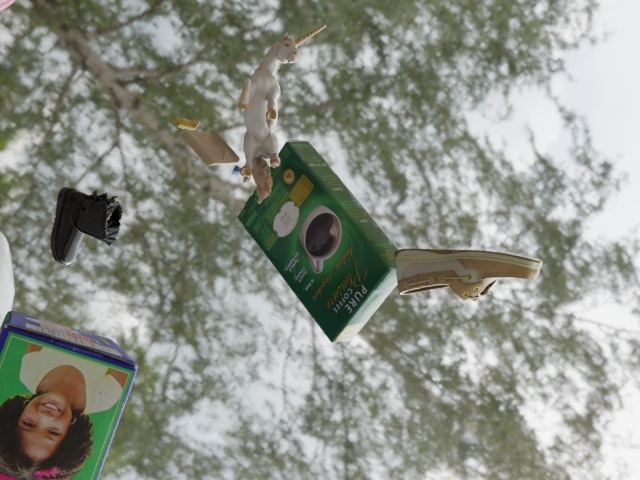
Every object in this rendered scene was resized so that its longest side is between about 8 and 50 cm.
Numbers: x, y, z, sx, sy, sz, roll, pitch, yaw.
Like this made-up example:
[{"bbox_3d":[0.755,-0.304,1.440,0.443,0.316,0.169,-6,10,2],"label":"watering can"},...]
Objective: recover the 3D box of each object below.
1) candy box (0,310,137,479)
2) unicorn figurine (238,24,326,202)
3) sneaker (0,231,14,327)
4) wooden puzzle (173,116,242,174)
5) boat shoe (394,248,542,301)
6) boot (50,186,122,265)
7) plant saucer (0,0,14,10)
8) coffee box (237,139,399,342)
[{"bbox_3d":[-0.279,0.232,0.856,0.268,0.122,0.317,173,-65,-73],"label":"candy box"},{"bbox_3d":[-0.052,-0.128,0.927,0.111,0.060,0.162,-86,-163,-61],"label":"unicorn figurine"},{"bbox_3d":[-0.380,0.128,1.049,0.129,0.111,0.297,16,-81,50],"label":"sneaker"},{"bbox_3d":[-0.159,-0.133,1.388,0.116,0.078,0.014,51,-59,22],"label":"wooden puzzle"},{"bbox_3d":[0.127,0.031,0.839,0.135,0.050,0.045,1,-94,36],"label":"boat shoe"},{"bbox_3d":[-0.324,-0.014,1.342,0.099,0.045,0.121,15,-77,29],"label":"boot"},{"bbox_3d":[-0.424,-0.426,1.122,0.084,0.332,0.332,0,-127,25],"label":"plant saucer"},{"bbox_3d":[0.000,0.000,0.978,0.184,0.040,0.113,50,-58,26],"label":"coffee box"}]
